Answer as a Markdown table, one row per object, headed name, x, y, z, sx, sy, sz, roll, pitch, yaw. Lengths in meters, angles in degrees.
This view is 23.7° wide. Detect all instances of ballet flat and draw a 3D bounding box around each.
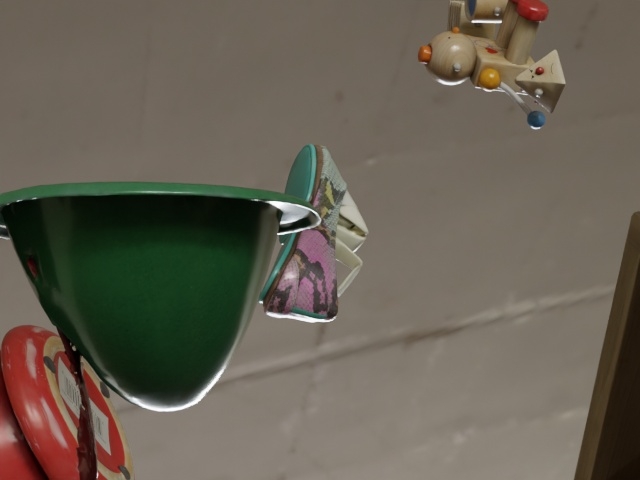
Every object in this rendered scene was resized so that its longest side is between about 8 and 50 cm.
| name | x | y | z | sx | sy | sz | roll | pitch | yaw |
| --- | --- | --- | --- | --- | --- | --- | --- | --- | --- |
| ballet flat | 0.000 | 0.000 | 1.302 | 0.079 | 0.221 | 0.077 | 25 | -57 | -10 |

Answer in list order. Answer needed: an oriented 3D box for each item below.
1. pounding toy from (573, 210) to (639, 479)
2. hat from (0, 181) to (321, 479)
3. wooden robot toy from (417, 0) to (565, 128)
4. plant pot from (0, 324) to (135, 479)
| name | x | y | z | sx | sy | sz | roll | pitch | yaw |
| --- | --- | --- | --- | --- | --- | --- | --- | --- | --- |
| pounding toy | 0.157 | 0.077 | 0.457 | 0.100 | 0.141 | 0.130 | -1 | -66 | -19 |
| hat | -0.083 | 0.076 | 0.747 | 0.173 | 0.183 | 0.208 | -2 | -7 | 9 |
| wooden robot toy | 0.103 | -0.135 | 1.022 | 0.079 | 0.173 | 0.076 | 0 | -60 | -14 |
| plant pot | -0.248 | 0.171 | 1.159 | 0.174 | 0.191 | 0.191 | -27 | -31 | 7 |
